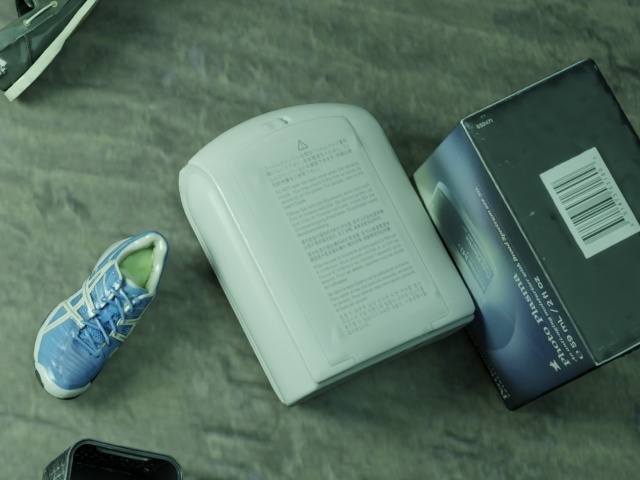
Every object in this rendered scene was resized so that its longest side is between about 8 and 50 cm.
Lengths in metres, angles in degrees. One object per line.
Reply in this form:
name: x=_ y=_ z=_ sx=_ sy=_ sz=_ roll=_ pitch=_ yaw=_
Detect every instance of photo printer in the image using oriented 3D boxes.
photo printer: x=0.000 y=0.000 z=1.963 sx=0.256 sy=0.107 sz=0.308 roll=-22 pitch=80 yaw=-33

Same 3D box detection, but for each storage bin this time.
storage bin: x=-0.211 y=0.297 z=1.740 sx=0.122 sy=0.084 sz=0.180 roll=15 pitch=64 yaw=-22

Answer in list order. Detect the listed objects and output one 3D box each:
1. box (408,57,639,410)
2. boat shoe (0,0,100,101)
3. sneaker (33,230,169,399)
box: x=0.251 y=0.005 z=1.966 sx=0.182 sy=0.294 sz=0.296 roll=-26 pitch=82 yaw=-17
boat shoe: x=-0.290 y=-0.255 z=1.934 sx=0.079 sy=0.084 sz=0.233 roll=40 pitch=60 yaw=-8
sneaker: x=-0.225 y=0.069 z=1.831 sx=0.080 sy=0.081 sz=0.211 roll=35 pitch=59 yaw=-12
